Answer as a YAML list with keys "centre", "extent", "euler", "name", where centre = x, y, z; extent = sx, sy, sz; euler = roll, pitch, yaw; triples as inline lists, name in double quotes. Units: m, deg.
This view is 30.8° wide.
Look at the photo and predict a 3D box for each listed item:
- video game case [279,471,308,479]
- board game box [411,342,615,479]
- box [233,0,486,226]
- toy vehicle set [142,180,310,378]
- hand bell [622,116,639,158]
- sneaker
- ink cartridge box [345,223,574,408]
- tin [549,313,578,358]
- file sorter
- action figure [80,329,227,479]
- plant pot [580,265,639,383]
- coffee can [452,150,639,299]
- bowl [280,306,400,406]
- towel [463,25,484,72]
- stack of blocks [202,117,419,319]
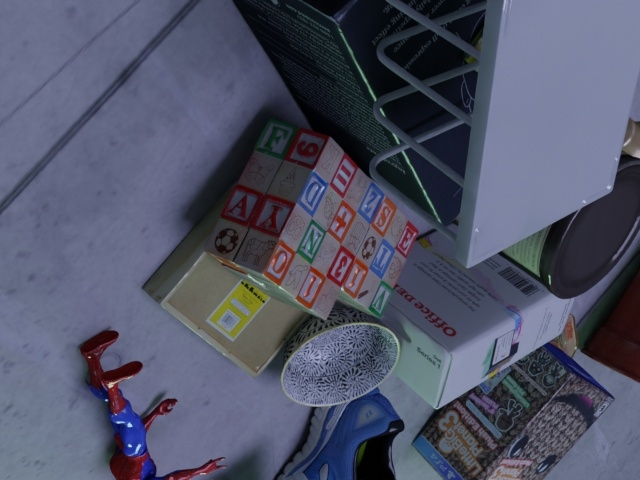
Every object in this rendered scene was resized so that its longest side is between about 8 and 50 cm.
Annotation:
- centre: [-0.149, 0.500, 1.711]
  extent: [0.300, 0.036, 0.329]
  euler: [-19, 136, -18]
  name: "video game case"
- centre: [0.348, 0.324, 2.082]
  extent: [0.291, 0.141, 0.232]
  euler: [-51, 144, 8]
  name: "board game box"
- centre: [0.107, -0.255, 1.239]
  extent: [0.293, 0.212, 0.395]
  euler: [-47, 145, -8]
  name: "box"
- centre: [-0.092, 0.057, 1.442]
  extent: [0.166, 0.035, 0.267]
  euler: [-49, 146, -6]
  name: "toy vehicle set"
- centre: [0.445, -0.192, 1.822]
  extent: [0.126, 0.126, 0.242]
  euler: [-52, 135, -1]
  name: "hand bell"
- centre: [0.028, 0.371, 1.772]
  extent: [0.130, 0.147, 0.330]
  euler: [-6, 127, -47]
  name: "sneaker"
- centre: [0.200, 0.092, 1.673]
  extent: [0.278, 0.201, 0.117]
  euler: [-24, 139, -35]
  name: "ink cartridge box"
- centre: [0.440, 0.197, 2.209]
  extent: [0.106, 0.040, 0.189]
  euler: [-39, 144, -13]
  name: "tin"
- centre: [0.159, -0.159, 1.036]
  extent: [0.193, 0.173, 0.277]
  euler: [-25, 137, -28]
  name: "file sorter"
- centre: [-0.198, 0.219, 1.410]
  extent: [0.139, 0.091, 0.280]
  euler: [-22, 137, -24]
  name: "action figure"
- centre: [0.697, 0.163, 2.305]
  extent: [0.272, 0.272, 0.265]
  euler: [21, 96, -55]
  name: "plant pot"
- centre: [0.265, -0.080, 1.529]
  extent: [0.201, 0.275, 0.201]
  euler: [-31, 141, -29]
  name: "coffee can"
- centre: [0.017, 0.143, 1.591]
  extent: [0.170, 0.080, 0.170]
  euler: [-12, 138, -12]
  name: "bowl"
- centre: [0.177, -0.194, 1.180]
  extent: [0.060, 0.009, 0.083]
  euler: [-55, 146, 3]
  name: "towel"
- centre: [0.000, 0.000, 1.393]
  extent: [0.171, 0.087, 0.297]
  euler: [-65, 149, -9]
  name: "stack of blocks"
